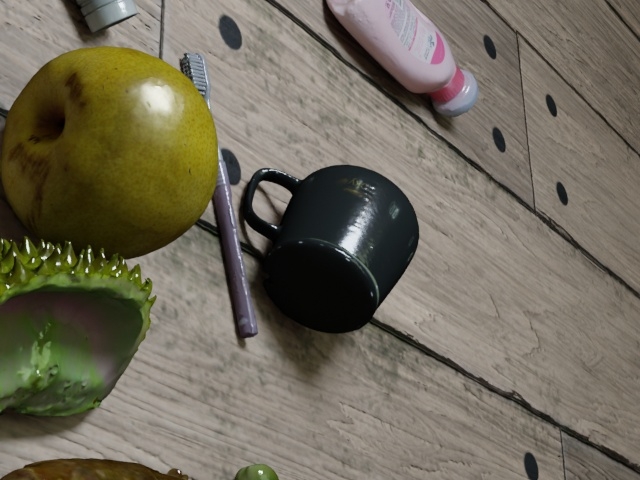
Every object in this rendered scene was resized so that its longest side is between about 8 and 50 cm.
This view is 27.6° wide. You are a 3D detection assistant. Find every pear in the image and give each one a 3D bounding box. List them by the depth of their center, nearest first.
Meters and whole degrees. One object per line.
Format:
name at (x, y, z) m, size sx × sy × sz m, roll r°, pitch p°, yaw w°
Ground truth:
pear at (-0.194, -0.079, 1.249) m, size 0.209 × 0.209 × 0.209 m, roll 34°, pitch 47°, yaw -45°

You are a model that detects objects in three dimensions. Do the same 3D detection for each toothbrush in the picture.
toothbrush at (-0.120, -0.058, 1.531) m, size 0.029 × 0.024 × 0.354 m, roll 4°, pitch 70°, yaw -51°

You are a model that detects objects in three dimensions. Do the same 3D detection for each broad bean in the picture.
broad bean at (-0.069, 0.284, 1.408) m, size 0.063 × 0.045 × 0.083 m, roll 18°, pitch 66°, yaw -52°

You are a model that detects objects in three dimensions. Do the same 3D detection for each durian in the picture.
durian at (-0.262, 0.080, 1.112) m, size 0.355 × 0.157 × 0.169 m, roll -3°, pitch 93°, yaw -58°

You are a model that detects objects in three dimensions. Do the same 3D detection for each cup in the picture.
cup at (0.000, 0.000, 1.586) m, size 0.223 × 0.169 × 0.176 m, roll 29°, pitch 48°, yaw -1°

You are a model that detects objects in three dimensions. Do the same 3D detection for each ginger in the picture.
ginger at (-0.198, 0.258, 1.163) m, size 0.309 × 0.107 × 0.133 m, roll 26°, pitch 76°, yaw -51°

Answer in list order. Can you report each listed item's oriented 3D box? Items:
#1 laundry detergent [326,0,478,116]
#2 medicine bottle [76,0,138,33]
laundry detergent at (0.132, -0.308, 2.008) m, size 0.335 × 0.088 × 0.159 m, roll 39°, pitch 43°, yaw -43°
medicine bottle at (-0.243, -0.279, 1.422) m, size 0.058 × 0.058 × 0.091 m, roll -38°, pitch 106°, yaw -58°
